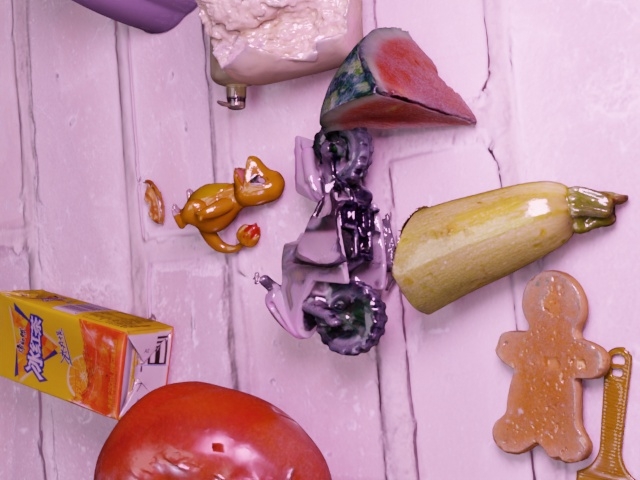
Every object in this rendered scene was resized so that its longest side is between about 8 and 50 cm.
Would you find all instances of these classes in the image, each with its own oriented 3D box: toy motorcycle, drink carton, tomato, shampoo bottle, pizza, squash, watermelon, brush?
[{"bbox_3d":[0.000,0.000,1.486,0.188,0.143,0.326,-14,74,38],"label":"toy motorcycle"},{"bbox_3d":[-0.411,0.187,1.833,0.351,0.111,0.154,10,96,38],"label":"drink carton"},{"bbox_3d":[-0.143,0.350,1.523,0.342,0.273,0.341,3,105,13],"label":"tomato"},{"bbox_3d":[-0.126,-0.276,1.624,0.079,0.079,0.161,-1,90,39],"label":"shampoo bottle"},{"bbox_3d":[-0.273,-0.063,1.783,0.037,0.016,0.083,-26,78,35],"label":"pizza"},{"bbox_3d":[0.224,-0.025,1.326,0.288,0.137,0.137,-29,72,29],"label":"squash"},{"bbox_3d":[0.097,-0.208,1.381,0.202,0.207,0.136,-4,98,-2],"label":"watermelon"},{"bbox_3d":[0.346,0.234,1.290,0.083,0.010,0.218,5,92,39],"label":"brush"}]

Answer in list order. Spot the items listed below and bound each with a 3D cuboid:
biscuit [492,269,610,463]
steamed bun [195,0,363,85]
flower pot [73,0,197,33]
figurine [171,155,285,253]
[{"bbox_3d":[0.282,0.153,1.325,0.153,0.030,0.234,4,92,40],"label":"biscuit"},{"bbox_3d":[-0.049,-0.308,1.472,0.226,0.170,0.200,-9,125,25],"label":"steamed bun"},{"bbox_3d":[-0.336,-0.473,1.693,0.265,0.243,0.264,-1,89,42],"label":"flower pot"},{"bbox_3d":[-0.123,-0.047,1.627,0.176,0.121,0.122,-27,102,26],"label":"figurine"}]
